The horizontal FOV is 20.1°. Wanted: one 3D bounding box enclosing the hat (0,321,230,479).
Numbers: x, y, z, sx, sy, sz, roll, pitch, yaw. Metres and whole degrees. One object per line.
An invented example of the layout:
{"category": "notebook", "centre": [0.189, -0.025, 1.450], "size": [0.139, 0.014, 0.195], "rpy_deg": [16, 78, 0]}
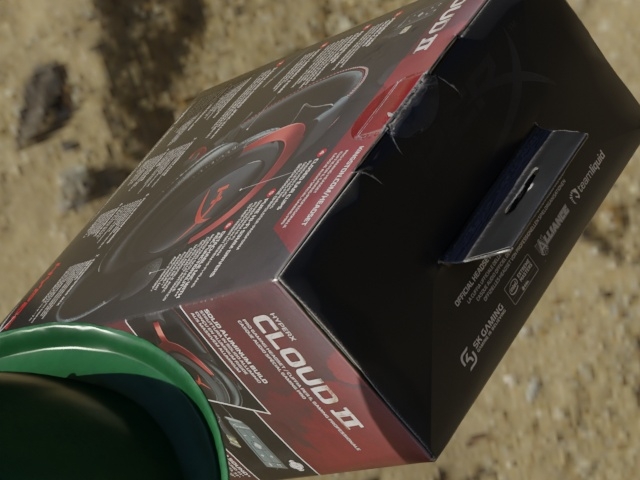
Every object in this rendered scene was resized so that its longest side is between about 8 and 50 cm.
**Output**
{"category": "hat", "centre": [-0.153, 0.066, 0.499], "size": [0.208, 0.183, 0.173], "rpy_deg": [-44, 47, -6]}

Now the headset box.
{"category": "headset box", "centre": [0.000, 0.000, 0.842], "size": [0.293, 0.110, 0.218], "rpy_deg": [-17, 30, 51]}
